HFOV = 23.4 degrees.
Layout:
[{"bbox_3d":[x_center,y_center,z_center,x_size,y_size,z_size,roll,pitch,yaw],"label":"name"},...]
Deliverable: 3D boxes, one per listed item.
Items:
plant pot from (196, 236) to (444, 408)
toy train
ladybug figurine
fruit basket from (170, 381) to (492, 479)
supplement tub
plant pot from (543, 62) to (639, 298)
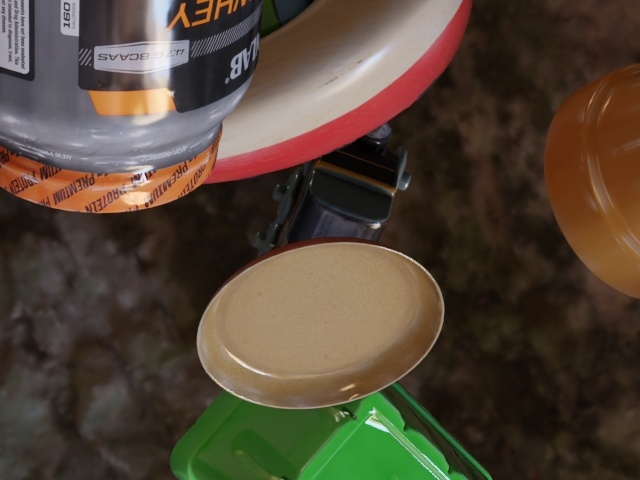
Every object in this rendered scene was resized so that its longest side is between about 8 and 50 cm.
[{"bbox_3d":[-0.001,0.075,1.465,0.236,0.236,0.032,57,14,-44],"label":"plant pot"},{"bbox_3d":[0.000,0.000,1.847,0.142,0.334,0.190,22,42,-6],"label":"toy train"},{"bbox_3d":[-0.050,-0.176,1.404,0.162,0.449,0.305,55,29,-41],"label":"ladybug figurine"},{"bbox_3d":[-0.002,0.270,1.766,0.392,0.283,0.392,41,-7,7],"label":"fruit basket"},{"bbox_3d":[-0.124,-0.186,0.880,0.193,0.194,0.316,-107,-161,-53],"label":"supplement tub"},{"bbox_3d":[0.325,-0.071,1.292,0.188,0.205,0.205,-29,-94,55],"label":"plant pot"}]
